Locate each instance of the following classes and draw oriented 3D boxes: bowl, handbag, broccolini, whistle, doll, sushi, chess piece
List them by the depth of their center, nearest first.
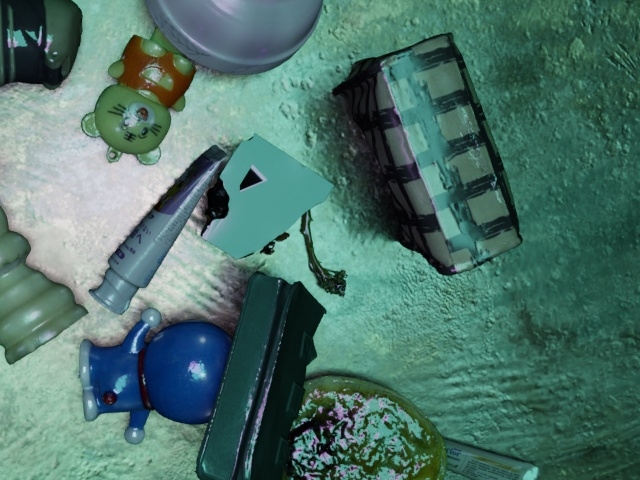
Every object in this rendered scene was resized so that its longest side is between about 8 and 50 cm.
[{"bbox_3d":[-0.110,-0.402,1.719,0.287,0.144,0.286,6,76,-24],"label":"bowl"},{"bbox_3d":[-0.473,0.044,1.731,0.144,0.144,0.251,-33,95,-7],"label":"chess piece"},{"bbox_3d":[0.151,-0.129,1.745,0.163,0.327,0.325,-22,99,-10],"label":"handbag"},{"bbox_3d":[-0.081,0.223,1.746,0.089,0.238,0.326,9,75,16],"label":"handbag"},{"bbox_3d":[-0.256,-0.245,1.766,0.131,0.106,0.288,27,89,-19],"label":"whistle"},{"bbox_3d":[-0.102,-0.055,1.787,0.153,0.150,0.172,33,87,-12],"label":"sushi"},{"bbox_3d":[-0.246,0.209,1.790,0.257,0.161,0.215,-2,108,5],"label":"doll"},{"bbox_3d":[-0.007,0.003,1.869,0.052,0.054,0.194,-20,96,10],"label":"broccolini"}]

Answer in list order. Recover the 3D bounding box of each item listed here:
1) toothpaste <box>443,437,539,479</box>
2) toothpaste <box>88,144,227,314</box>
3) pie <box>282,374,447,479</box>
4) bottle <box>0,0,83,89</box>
[{"bbox_3d":[0.247,0.372,1.946,0.256,0.037,0.067,21,94,-13],"label":"toothpaste"},{"bbox_3d":[-0.244,-0.023,1.791,0.073,0.114,0.299,36,91,-18],"label":"toothpaste"},{"bbox_3d":[0.037,0.365,1.873,0.323,0.070,0.323,0,92,-3],"label":"pie"},{"bbox_3d":[-0.519,-0.295,1.685,0.347,0.168,0.168,-2,94,-16],"label":"bottle"}]
